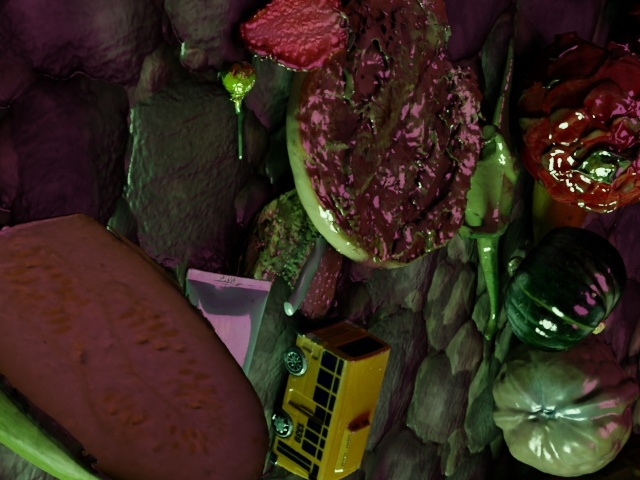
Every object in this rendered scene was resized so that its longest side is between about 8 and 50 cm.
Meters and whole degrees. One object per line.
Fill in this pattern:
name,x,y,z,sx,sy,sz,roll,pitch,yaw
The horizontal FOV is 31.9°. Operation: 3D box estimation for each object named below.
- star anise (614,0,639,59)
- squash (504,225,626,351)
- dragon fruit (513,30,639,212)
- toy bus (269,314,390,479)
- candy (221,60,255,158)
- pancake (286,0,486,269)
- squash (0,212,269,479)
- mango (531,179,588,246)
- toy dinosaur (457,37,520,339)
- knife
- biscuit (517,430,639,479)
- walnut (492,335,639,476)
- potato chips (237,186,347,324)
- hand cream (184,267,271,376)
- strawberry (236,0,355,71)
star anise,0.567,-0.390,1.925,0.190,0.126,0.220,-45,137,-27
squash,0.384,0.078,1.774,0.218,0.218,0.172,-35,87,-39
dragon fruit,0.409,-0.184,1.681,0.244,0.244,0.298,28,47,-52
toy bus,0.013,0.211,1.443,0.098,0.114,0.201,-13,122,-49
candy,-0.090,-0.145,1.262,0.035,0.035,0.123,-28,131,-37
pancake,0.099,-0.144,1.447,0.382,0.071,0.382,-9,102,-50
squash,-0.188,0.118,1.002,0.234,0.309,0.210,-13,113,-49
mango,0.405,-0.073,1.863,0.136,0.099,0.227,-27,132,-52
toy dinosaur,0.280,-0.063,1.716,0.301,0.087,0.447,14,96,-54
knife,0.001,0.000,1.404,0.028,0.015,0.210,46,59,-43
biscuit,0.453,0.447,1.942,0.332,0.332,0.103,-34,95,-40
walnut,0.414,0.271,1.888,0.248,0.248,0.248,-22,120,-46
potato chips,-0.033,0.025,1.402,0.220,0.029,0.202,-2,104,-54
hand cream,-0.130,0.192,1.299,0.111,0.070,0.312,9,95,-30
strawberry,-0.029,-0.242,1.275,0.152,0.048,0.103,-11,94,-25
